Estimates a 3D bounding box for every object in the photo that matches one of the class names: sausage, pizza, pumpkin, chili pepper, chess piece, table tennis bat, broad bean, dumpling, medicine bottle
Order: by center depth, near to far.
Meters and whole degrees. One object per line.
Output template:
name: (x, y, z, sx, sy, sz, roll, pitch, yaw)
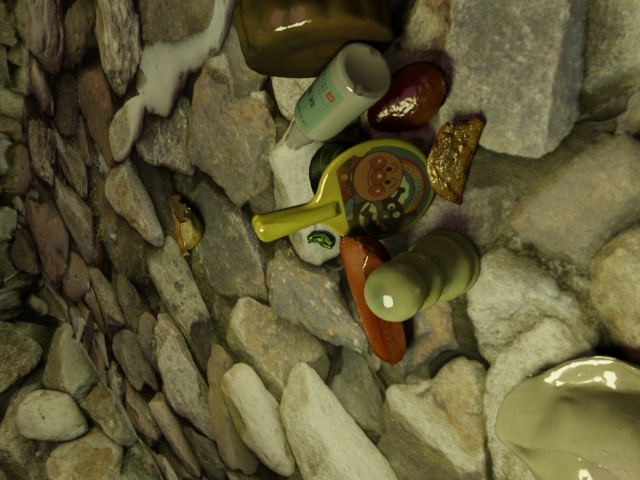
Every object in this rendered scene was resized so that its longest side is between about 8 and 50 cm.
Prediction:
dumpling: (0.472, 0.321, 0.730, 0.259, 0.182, 0.341, -68, 26, 7)
chess piece: (0.176, 0.073, 0.847, 0.145, 0.251, 0.144, 13, 111, 37)
broad bean: (0.165, -0.269, 0.880, 0.165, 0.084, 0.114, -16, 109, 36)
table tennis bat: (0.047, -0.073, 0.896, 0.054, 0.369, 0.224, -105, -1, -53)
medicine bottle: (0.008, -0.267, 0.955, 0.352, 0.110, 0.110, -21, 88, 64)
sausage: (0.118, 0.123, 0.967, 0.102, 0.102, 0.330, 9, 129, 39)
pumpkin: (0.052, -0.130, 0.983, 0.167, 0.125, 0.167, 14, 110, 44)
chili pepper: (-0.001, -0.001, 1.132, 0.091, 0.030, 0.034, 15, 137, 40)
pizza: (-0.415, -0.024, 1.461, 0.188, 0.081, 0.203, 43, 140, 53)

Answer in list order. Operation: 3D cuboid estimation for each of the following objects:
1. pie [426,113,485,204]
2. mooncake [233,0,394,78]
pie: (0.245, -0.153, 0.857, 0.092, 0.034, 0.169, 12, 112, -4)
mooncake: (-0.016, -0.418, 0.860, 0.291, 0.291, 0.161, -8, 91, 42)
